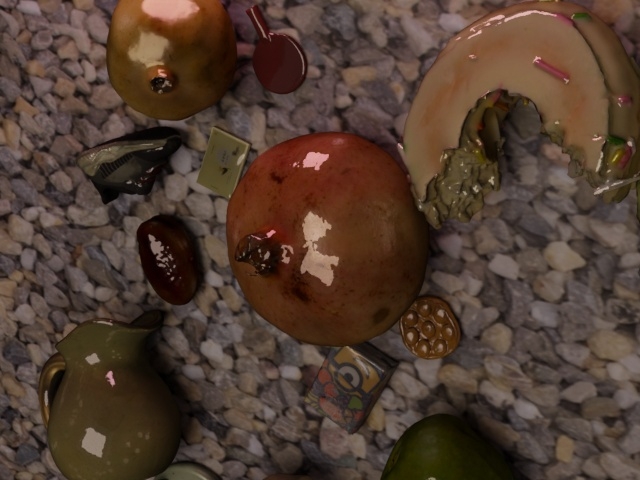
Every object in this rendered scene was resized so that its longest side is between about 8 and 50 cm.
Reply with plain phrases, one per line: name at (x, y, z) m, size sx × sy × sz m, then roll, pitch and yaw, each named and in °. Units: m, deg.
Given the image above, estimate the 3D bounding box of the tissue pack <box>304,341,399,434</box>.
tissue pack at (0.052, 0.242, 1.860) m, size 0.108 × 0.060 × 0.148 m, roll 34°, pitch 117°, yaw 16°

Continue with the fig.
fig at (0.226, 0.433, 1.729) m, size 0.314 × 0.233 × 0.233 m, roll 49°, pitch 119°, yaw 14°

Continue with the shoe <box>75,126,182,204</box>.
shoe at (-0.329, -0.132, 1.937) m, size 0.227 × 0.099 × 0.112 m, roll -8°, pitch 107°, yaw 32°

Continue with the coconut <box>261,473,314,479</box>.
coconut at (-0.049, 0.574, 1.881) m, size 0.328 × 0.329 × 0.329 m, roll 7°, pitch 107°, yaw 25°

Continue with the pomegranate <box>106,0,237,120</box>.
pomegranate at (-0.241, -0.310, 1.775) m, size 0.233 × 0.233 × 0.233 m, roll 7°, pitch 107°, yaw 25°

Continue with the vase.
vase at (-0.419, 0.293, 2.028) m, size 0.329 × 0.240 × 0.302 m, roll -8°, pitch 90°, yaw 39°

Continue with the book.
book at (-0.170, -0.134, 1.895) m, size 0.077 × 0.014 × 0.111 m, roll 28°, pitch 115°, yaw 17°

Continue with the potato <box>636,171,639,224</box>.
potato at (0.580, -0.039, 1.448) m, size 0.280 × 0.213 × 0.330 m, roll 18°, pitch 69°, yaw 45°

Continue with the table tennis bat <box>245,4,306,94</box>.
table tennis bat at (-0.080, -0.315, 1.799) m, size 0.098 × 0.019 × 0.155 m, roll -24°, pitch 95°, yaw 30°

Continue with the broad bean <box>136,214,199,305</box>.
broad bean at (-0.275, 0.038, 1.960) m, size 0.114 × 0.084 × 0.165 m, roll 7°, pitch 114°, yaw 42°

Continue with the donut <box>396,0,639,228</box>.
donut at (0.287, -0.178, 1.533) m, size 0.371 × 0.150 × 0.307 m, roll -9°, pitch 76°, yaw 41°

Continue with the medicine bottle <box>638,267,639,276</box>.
medicine bottle at (0.565, 0.058, 1.534) m, size 0.216 × 0.090 × 0.090 m, roll 27°, pitch 114°, yaw 18°

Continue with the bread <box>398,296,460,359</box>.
bread at (0.179, 0.144, 1.790) m, size 0.110 × 0.024 × 0.110 m, roll 7°, pitch 107°, yaw 24°

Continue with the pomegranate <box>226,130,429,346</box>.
pomegranate at (0.000, 0.000, 1.672) m, size 0.338 × 0.338 × 0.338 m, roll 7°, pitch 107°, yaw 25°

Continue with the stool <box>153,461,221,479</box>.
stool at (-0.286, 0.541, 2.035) m, size 0.195 × 0.198 × 0.195 m, roll 8°, pitch 108°, yaw 26°
